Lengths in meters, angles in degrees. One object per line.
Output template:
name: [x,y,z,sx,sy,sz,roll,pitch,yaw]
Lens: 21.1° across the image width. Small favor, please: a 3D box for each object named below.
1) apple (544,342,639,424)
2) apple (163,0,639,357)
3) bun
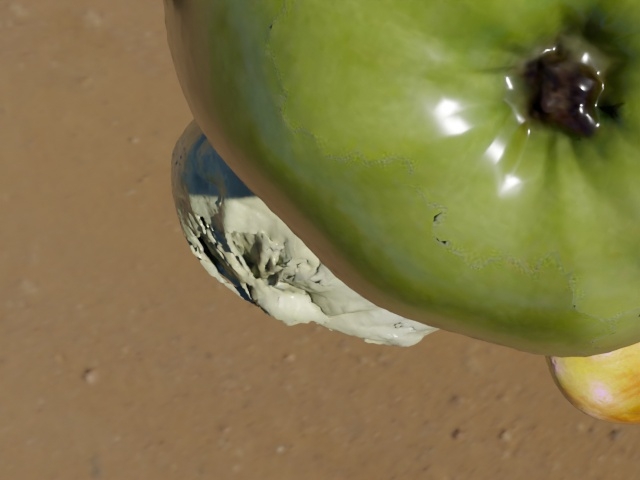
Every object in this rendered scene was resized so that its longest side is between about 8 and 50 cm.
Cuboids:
apple: [0.238,0.070,1.291,0.146,0.146,0.146,6,103,27]
apple: [0.101,-0.120,0.760,0.357,0.357,0.357,6,103,27]
bun: [0.000,0.000,1.386,0.287,0.287,0.146,25,87,22]
